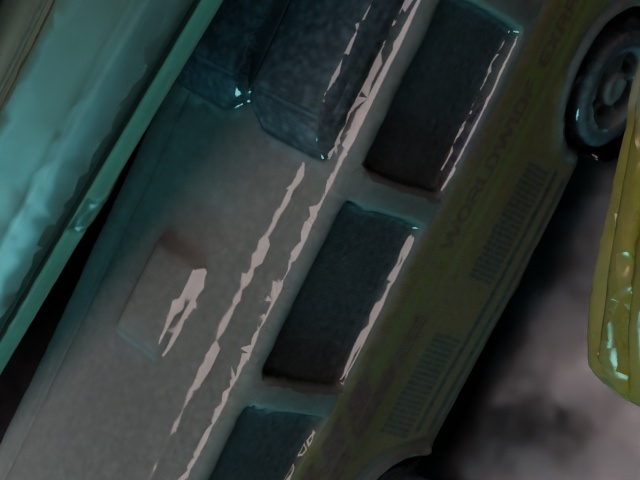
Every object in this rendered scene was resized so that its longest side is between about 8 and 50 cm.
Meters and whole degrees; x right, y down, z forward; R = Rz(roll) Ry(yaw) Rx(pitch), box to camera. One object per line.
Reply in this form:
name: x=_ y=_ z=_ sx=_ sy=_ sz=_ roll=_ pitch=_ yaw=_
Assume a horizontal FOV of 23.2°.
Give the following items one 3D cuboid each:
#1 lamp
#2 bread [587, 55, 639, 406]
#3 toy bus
lamp: x=-0.070 y=-0.099 z=0.505 sx=0.266 sy=0.047 sz=0.269 roll=-54 pitch=20 yaw=31
bread: x=0.196 y=0.042 z=0.326 sx=0.288 sy=0.152 sz=0.119 roll=31 pitch=104 yaw=37
toy bus: x=0.000 y=0.000 z=0.485 sx=0.097 sy=0.138 sz=0.342 roll=31 pitch=99 yaw=37
